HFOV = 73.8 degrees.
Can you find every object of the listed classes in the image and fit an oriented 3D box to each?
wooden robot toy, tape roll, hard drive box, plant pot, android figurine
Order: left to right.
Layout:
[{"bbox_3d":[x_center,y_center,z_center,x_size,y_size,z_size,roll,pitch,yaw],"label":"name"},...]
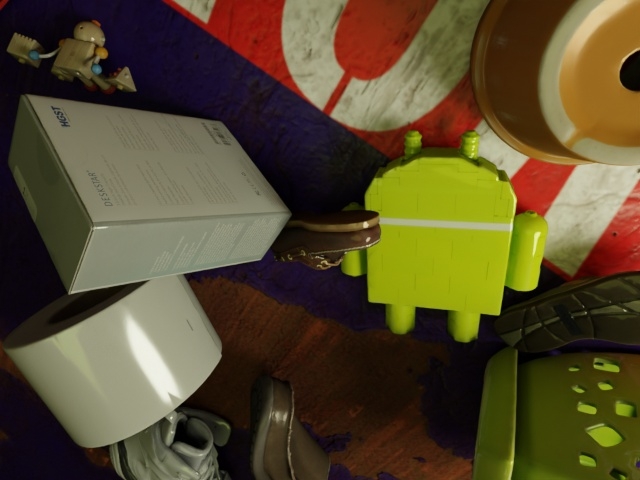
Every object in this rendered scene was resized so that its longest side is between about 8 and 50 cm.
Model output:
[{"bbox_3d":[-0.311,-0.249,0.562,0.173,0.076,0.079,16,84,10],"label":"wooden robot toy"},{"bbox_3d":[-0.293,0.149,0.635,0.246,0.246,0.169,-15,110,24],"label":"tape roll"},{"bbox_3d":[-0.177,-0.057,0.470,0.181,0.232,0.089,52,123,23],"label":"hard drive box"},{"bbox_3d":[0.142,0.001,0.527,0.248,0.056,0.273,2,116,17],"label":"android figurine"},{"bbox_3d":[0.297,0.275,0.522,0.207,0.227,0.228,7,118,23],"label":"plant pot"},{"bbox_3d":[0.231,-0.148,0.347,0.205,0.188,0.205,8,117,15],"label":"plant pot"}]

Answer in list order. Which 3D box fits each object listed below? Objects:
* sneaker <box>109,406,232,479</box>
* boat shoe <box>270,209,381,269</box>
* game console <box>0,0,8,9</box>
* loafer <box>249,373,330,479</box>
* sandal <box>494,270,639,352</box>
[{"bbox_3d":[-0.237,0.477,0.838,0.210,0.137,0.366,-38,96,32],"label":"sneaker"},{"bbox_3d":[0.000,0.000,0.528,0.207,0.073,0.073,4,108,56],"label":"boat shoe"},{"bbox_3d":[-0.465,-0.473,0.500,0.386,0.060,0.342,-23,100,26],"label":"game console"},{"bbox_3d":[-0.050,0.365,0.747,0.130,0.134,0.366,-5,126,-5],"label":"loafer"},{"bbox_3d":[0.322,0.083,0.512,0.219,0.060,0.090,-29,98,43],"label":"sandal"}]
